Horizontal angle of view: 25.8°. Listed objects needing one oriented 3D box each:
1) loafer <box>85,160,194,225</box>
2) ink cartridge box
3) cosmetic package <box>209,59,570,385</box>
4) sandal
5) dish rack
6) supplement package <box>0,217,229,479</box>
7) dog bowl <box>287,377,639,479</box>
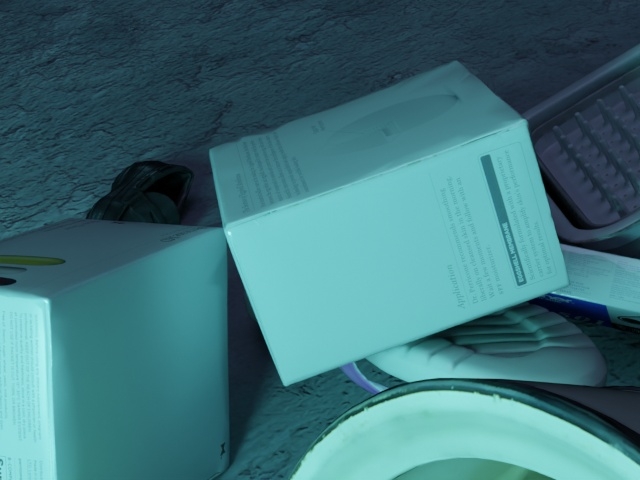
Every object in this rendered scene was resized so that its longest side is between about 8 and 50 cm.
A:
[{"bbox_3d":[-0.184,-0.023,1.425,0.078,0.076,0.223,-10,26,14],"label":"loafer"},{"bbox_3d":[0.253,0.045,1.149,0.207,0.097,0.046,12,79,18],"label":"ink cartridge box"},{"bbox_3d":[0.043,-0.021,1.081,0.225,0.138,0.224,-18,19,-1],"label":"cosmetic package"},{"bbox_3d":[0.082,0.096,1.150,0.169,0.102,0.416,-8,14,-28],"label":"sandal"},{"bbox_3d":[0.340,-0.106,1.257,0.333,0.072,0.285,-30,27,5],"label":"dish rack"},{"bbox_3d":[-0.184,0.105,1.015,0.145,0.204,0.262,4,12,20],"label":"supplement package"},{"bbox_3d":[0.137,0.248,0.612,0.150,0.408,0.408,-9,26,-36],"label":"dog bowl"}]
